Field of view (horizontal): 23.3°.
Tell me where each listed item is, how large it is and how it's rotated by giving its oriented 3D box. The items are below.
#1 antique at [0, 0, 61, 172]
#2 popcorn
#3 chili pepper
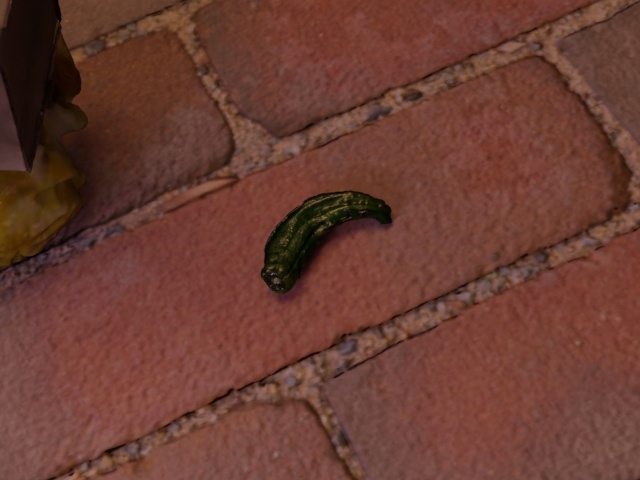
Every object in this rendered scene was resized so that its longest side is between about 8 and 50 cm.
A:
[{"bbox_3d":[-0.267,-0.150,1.087,0.148,0.147,0.152,3,58,2],"label":"antique"},{"bbox_3d":[-0.266,-0.085,1.220,0.198,0.198,0.212,39,88,32],"label":"popcorn"},{"bbox_3d":[-0.004,-0.004,1.204,0.118,0.035,0.055,-32,67,-23],"label":"chili pepper"}]
